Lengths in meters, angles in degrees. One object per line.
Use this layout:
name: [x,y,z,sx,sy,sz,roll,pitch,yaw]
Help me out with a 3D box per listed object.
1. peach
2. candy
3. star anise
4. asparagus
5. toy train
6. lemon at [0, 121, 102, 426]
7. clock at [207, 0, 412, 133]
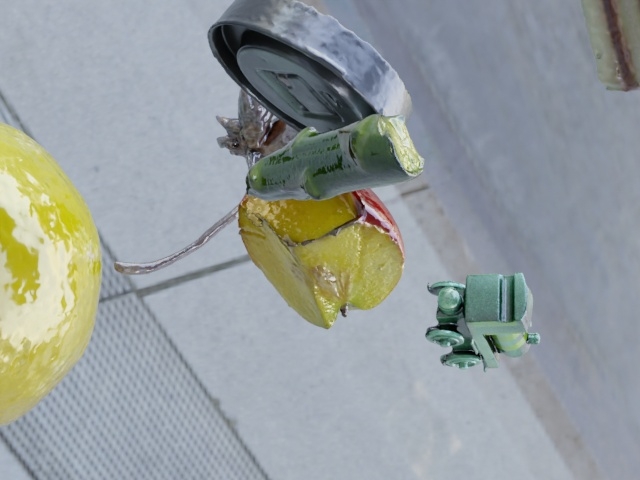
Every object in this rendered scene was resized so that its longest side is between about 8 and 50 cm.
peach: [0.001,-0.001,1.080,0.151,0.151,0.118,44,29,-29]
candy: [0.419,-0.353,1.555,0.179,0.135,0.320,-26,103,-47]
star anise: [-0.101,-0.068,1.315,0.148,0.219,0.227,66,25,-44]
asparagus: [0.002,-0.026,0.417,0.021,0.108,0.025,-35,103,-27]
toy train: [0.205,0.106,1.516,0.200,0.132,0.083,51,40,-63]
lemon: [-0.385,0.033,1.176,0.364,0.364,0.364,13,71,-42]
clock: [-0.007,-0.136,1.010,0.184,0.184,0.040,40,75,-31]
